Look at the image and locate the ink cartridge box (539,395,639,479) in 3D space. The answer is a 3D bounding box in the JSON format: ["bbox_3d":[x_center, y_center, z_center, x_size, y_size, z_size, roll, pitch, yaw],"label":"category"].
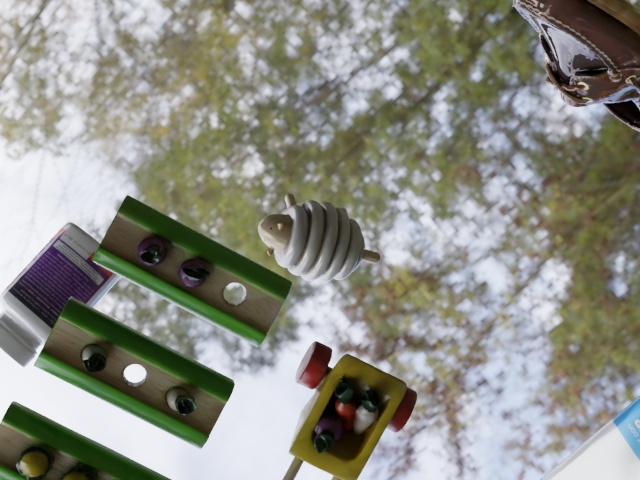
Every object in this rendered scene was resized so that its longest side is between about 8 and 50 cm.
[{"bbox_3d":[0.249,0.209,0.852,0.171,0.233,0.168,-9,-123,-46],"label":"ink cartridge box"}]

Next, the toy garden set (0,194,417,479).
[{"bbox_3d":[-0.078,0.129,0.691,0.203,0.244,0.049,28,179,-8],"label":"toy garden set"}]

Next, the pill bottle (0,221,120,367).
[{"bbox_3d":[-0.374,0.078,1.701,0.108,0.193,0.108,39,167,10],"label":"pill bottle"}]

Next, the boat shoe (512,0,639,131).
[{"bbox_3d":[0.175,-0.112,0.753,0.207,0.073,0.073,15,-156,-50],"label":"boat shoe"}]

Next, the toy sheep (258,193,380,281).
[{"bbox_3d":[0.000,0.000,1.237,0.132,0.091,0.091,10,-140,-18],"label":"toy sheep"}]
